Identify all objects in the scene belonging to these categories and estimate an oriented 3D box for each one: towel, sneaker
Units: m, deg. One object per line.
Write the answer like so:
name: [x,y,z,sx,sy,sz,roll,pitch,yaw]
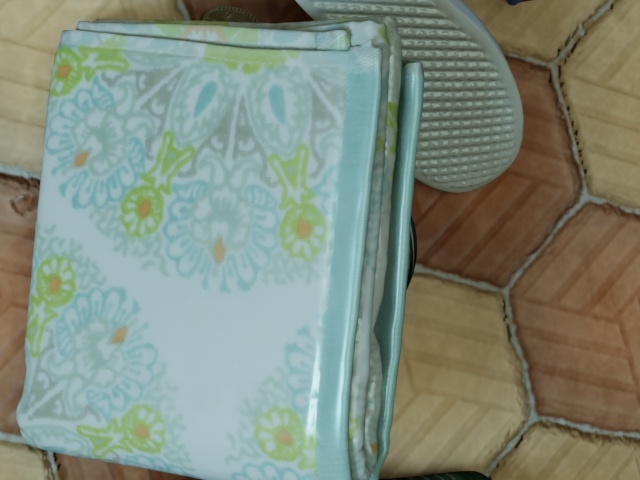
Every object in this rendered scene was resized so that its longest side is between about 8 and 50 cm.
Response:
towel: [-0.084,0.004,1.265,0.090,0.320,0.374,6,90,-61]
sneaker: [-0.047,-0.170,1.399,0.118,0.067,0.042,23,86,9]
sneaker: [0.068,-0.201,1.394,0.135,0.150,0.366,-26,129,11]

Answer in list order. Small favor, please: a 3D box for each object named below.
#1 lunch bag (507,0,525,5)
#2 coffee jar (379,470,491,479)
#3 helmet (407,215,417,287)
lunch bag: [0.146,-0.347,1.363,0.293,0.221,0.138,34,81,-20]
coffee jar: [0.069,0.260,1.443,0.184,0.079,0.096,4,99,-22]
helmet: [0.000,0.000,1.360,0.169,0.169,0.162,14,93,-22]
